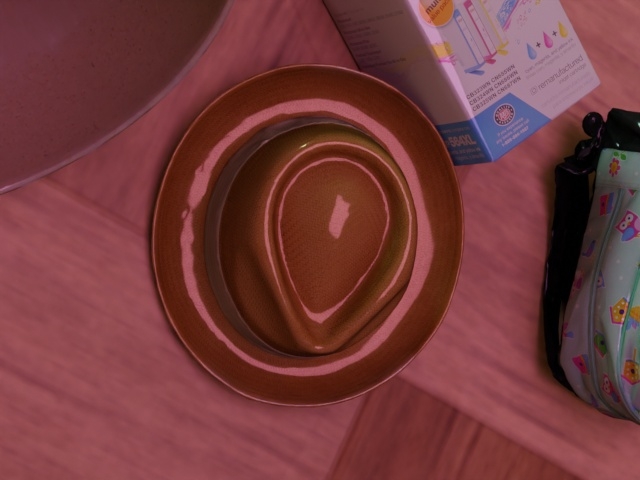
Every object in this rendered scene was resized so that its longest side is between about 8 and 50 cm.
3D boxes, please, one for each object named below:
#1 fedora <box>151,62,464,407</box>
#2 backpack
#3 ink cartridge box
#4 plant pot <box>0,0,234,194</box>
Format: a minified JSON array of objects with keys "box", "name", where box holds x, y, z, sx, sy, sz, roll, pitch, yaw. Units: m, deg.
[{"box":[0.000,0.000,1.038,0.194,0.079,0.194,-1,95,-11],"name":"fedora"},{"box":[0.212,0.024,1.147,0.152,0.115,0.182,19,84,-28],"name":"backpack"},{"box":[0.075,-0.126,1.090,0.092,0.090,0.143,-36,106,-22],"name":"ink cartridge box"},{"box":[-0.201,-0.166,0.879,0.284,0.284,0.191,-12,59,-26],"name":"plant pot"}]
